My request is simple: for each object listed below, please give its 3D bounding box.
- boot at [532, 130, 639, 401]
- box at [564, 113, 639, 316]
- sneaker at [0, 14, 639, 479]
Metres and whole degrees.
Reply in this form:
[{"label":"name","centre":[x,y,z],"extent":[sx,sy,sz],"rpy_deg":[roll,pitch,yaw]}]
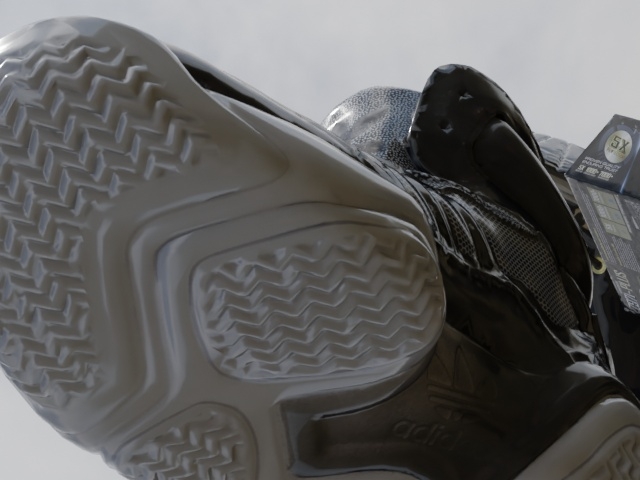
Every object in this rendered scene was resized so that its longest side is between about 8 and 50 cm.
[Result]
[{"label":"boot","centre":[0.235,0.061,1.622],"extent":[0.138,0.377,0.284],"rpy_deg":[-28,-40,-65]},{"label":"box","centre":[0.303,-0.002,1.356],"extent":[0.077,0.147,0.180],"rpy_deg":[-48,-48,-19]},{"label":"sneaker","centre":[0.000,0.000,0.461],"extent":[0.268,0.101,0.153],"rpy_deg":[40,-152,-39]}]
